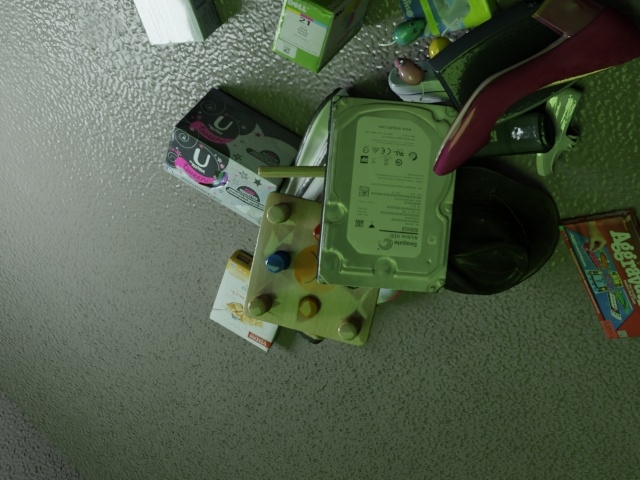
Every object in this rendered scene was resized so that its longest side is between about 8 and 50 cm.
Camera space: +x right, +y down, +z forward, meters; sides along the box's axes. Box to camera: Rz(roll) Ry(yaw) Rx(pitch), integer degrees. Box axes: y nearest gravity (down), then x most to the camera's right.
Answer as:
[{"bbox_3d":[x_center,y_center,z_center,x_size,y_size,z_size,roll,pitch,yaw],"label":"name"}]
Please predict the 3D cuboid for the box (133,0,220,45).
[{"bbox_3d":[-0.286,-0.458,2.052,0.137,0.072,0.126,2,127,30],"label":"box"}]

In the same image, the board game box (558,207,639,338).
[{"bbox_3d":[0.572,0.069,1.990,0.145,0.027,0.281,-11,119,37],"label":"board game box"}]

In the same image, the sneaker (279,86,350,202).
[{"bbox_3d":[0.055,-0.068,2.098,0.257,0.169,0.448,32,134,8],"label":"sneaker"}]

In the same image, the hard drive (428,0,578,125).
[{"bbox_3d":[0.328,-0.295,1.747,0.254,0.054,0.172,-28,109,18],"label":"hard drive"}]

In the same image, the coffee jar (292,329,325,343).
[{"bbox_3d":[0.002,0.159,2.393,0.096,0.079,0.184,33,136,-1],"label":"coffee jar"}]

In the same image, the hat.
[{"bbox_3d":[0.295,0.021,1.979,0.331,0.134,0.331,2,130,2],"label":"hat"}]

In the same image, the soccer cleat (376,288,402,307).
[{"bbox_3d":[0.160,0.077,2.236,0.095,0.083,0.248,25,140,-32],"label":"soccer cleat"}]

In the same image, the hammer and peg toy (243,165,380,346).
[{"bbox_3d":[0.000,0.000,1.994,0.265,0.127,0.362,13,99,10],"label":"hammer and peg toy"}]

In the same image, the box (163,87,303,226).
[{"bbox_3d":[-0.173,-0.173,2.157,0.247,0.163,0.142,30,138,6],"label":"box"}]

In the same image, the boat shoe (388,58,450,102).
[{"bbox_3d":[0.237,-0.291,1.873,0.226,0.083,0.076,2,154,31],"label":"boat shoe"}]

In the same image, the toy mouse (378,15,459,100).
[{"bbox_3d":[0.158,-0.329,1.824,0.143,0.031,0.161,21,118,24],"label":"toy mouse"}]

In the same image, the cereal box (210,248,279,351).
[{"bbox_3d":[-0.164,0.149,2.512,0.173,0.047,0.240,30,136,7],"label":"cereal box"}]

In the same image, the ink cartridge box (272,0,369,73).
[{"bbox_3d":[0.022,-0.444,1.782,0.097,0.189,0.255,29,136,9],"label":"ink cartridge box"}]

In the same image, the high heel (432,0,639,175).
[{"bbox_3d":[0.345,-0.219,1.673,0.181,0.127,0.377,37,110,0],"label":"high heel"}]

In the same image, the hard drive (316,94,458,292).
[{"bbox_3d":[0.121,-0.082,1.869,0.236,0.064,0.339,5,96,-4],"label":"hard drive"}]

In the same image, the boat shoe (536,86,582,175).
[{"bbox_3d":[0.425,-0.190,1.842,0.063,0.066,0.184,18,124,20],"label":"boat shoe"}]

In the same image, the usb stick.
[{"bbox_3d":[0.303,-0.187,1.882,0.278,0.045,0.077,0,110,50],"label":"usb stick"}]

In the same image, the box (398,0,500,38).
[{"bbox_3d":[0.208,-0.414,1.798,0.178,0.042,0.109,-6,122,35],"label":"box"}]
